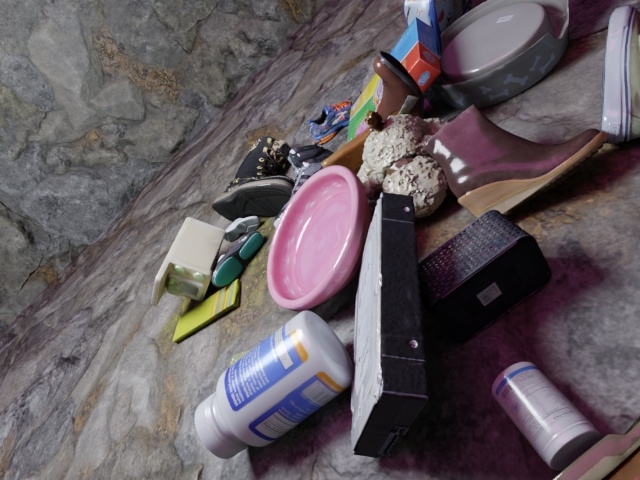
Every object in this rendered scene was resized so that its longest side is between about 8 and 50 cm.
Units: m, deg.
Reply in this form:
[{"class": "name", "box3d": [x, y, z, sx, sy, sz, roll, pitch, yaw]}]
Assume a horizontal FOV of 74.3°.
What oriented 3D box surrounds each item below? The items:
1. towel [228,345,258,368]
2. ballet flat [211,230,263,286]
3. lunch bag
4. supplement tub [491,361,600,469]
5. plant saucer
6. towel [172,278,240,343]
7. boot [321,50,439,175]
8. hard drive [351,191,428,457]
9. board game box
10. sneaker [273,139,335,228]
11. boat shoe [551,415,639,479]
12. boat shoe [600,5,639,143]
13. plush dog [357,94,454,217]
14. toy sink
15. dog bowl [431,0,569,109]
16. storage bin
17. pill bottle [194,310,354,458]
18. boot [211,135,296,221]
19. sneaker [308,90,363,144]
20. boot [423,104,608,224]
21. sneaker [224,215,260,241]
[{"class": "towel", "box3d": [-0.163, 0.301, 0.902, 0.110, 0.027, 0.148, -25, 40, 28]}, {"class": "ballet flat", "box3d": [-0.244, 0.051, 1.209, 0.074, 0.074, 0.203, 8, 51, 49]}, {"class": "lunch bag", "box3d": [0.353, -0.687, 1.226, 0.114, 0.243, 0.303, 11, 63, 36]}, {"class": "supplement tub", "box3d": [0.268, 0.208, 0.512, 0.071, 0.071, 0.107, -40, 35, 7]}, {"class": "plant saucer", "box3d": [0.000, 0.000, 0.935, 0.332, 0.084, 0.332, -38, 40, 40]}, {"class": "towel", "box3d": [-0.316, 0.198, 1.178, 0.237, 0.021, 0.102, -32, 30, 19]}, {"class": "boot", "box3d": [0.112, -0.267, 0.989, 0.280, 0.264, 0.096, -34, 58, 21]}, {"class": "hard drive", "box3d": [0.096, 0.123, 0.653, 0.064, 0.237, 0.339, 7, 49, 0]}, {"class": "board game box", "box3d": [0.184, -0.395, 1.130, 0.316, 0.064, 0.242, -48, 24, 43]}, {"class": "sneaker", "box3d": [-0.053, -0.154, 1.143, 0.268, 0.101, 0.153, -44, 77, -7]}, {"class": "boat shoe", "box3d": [0.365, 0.200, 0.404, 0.307, 0.110, 0.104, -46, 50, 10]}, {"class": "boat shoe", "box3d": [0.550, -0.292, 0.738, 0.094, 0.109, 0.302, 5, 65, 30]}, {"class": "plush dog", "box3d": [0.187, -0.151, 0.897, 0.262, 0.210, 0.225, -32, 59, 17]}, {"class": "toy sink", "box3d": [-0.373, 0.079, 1.217, 0.153, 0.131, 0.234, 121, 166, -46]}, {"class": "dog bowl", "box3d": [0.423, -0.464, 1.031, 0.348, 0.102, 0.349, -27, 38, 24]}, {"class": "storage bin", "box3d": [0.242, 0.057, 0.652, 0.180, 0.122, 0.084, -39, 34, 8]}, {"class": "pill bottle", "box3d": [-0.086, 0.262, 0.752, 0.272, 0.152, 0.152, -38, 35, 9]}, {"class": "boot", "box3d": [-0.174, -0.214, 1.365, 0.377, 0.138, 0.284, -12, 46, 48]}, {"class": "sneaker", "box3d": [0.052, -0.409, 1.370, 0.221, 0.087, 0.083, -40, 35, 7]}, {"class": "boot", "box3d": [0.332, -0.169, 0.749, 0.248, 0.090, 0.207, -37, 71, 23]}, {"class": "sneaker", "box3d": [-0.249, -0.051, 1.337, 0.152, 0.054, 0.061, -22, 38, 31]}]
